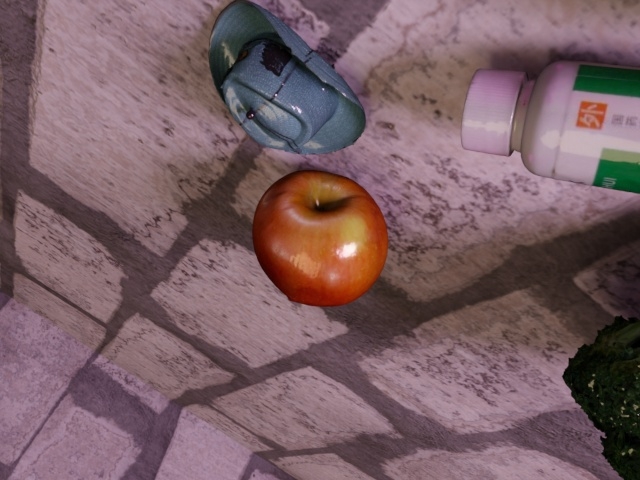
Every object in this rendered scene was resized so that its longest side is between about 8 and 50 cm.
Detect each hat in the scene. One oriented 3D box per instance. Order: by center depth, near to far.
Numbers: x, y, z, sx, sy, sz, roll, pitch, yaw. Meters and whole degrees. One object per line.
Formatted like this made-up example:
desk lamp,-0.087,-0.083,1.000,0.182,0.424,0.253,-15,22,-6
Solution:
hat,-0.046,-0.142,0.567,0.191,0.078,0.138,42,147,-18

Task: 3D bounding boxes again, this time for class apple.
apple,0.000,0.000,0.652,0.163,0.163,0.139,20,138,14

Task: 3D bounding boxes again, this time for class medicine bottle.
medicine bottle,0.241,-0.082,0.417,0.260,0.095,0.095,15,144,22

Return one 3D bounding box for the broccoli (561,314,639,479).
broccoli,0.374,0.130,0.476,0.308,0.308,0.275,23,109,10
